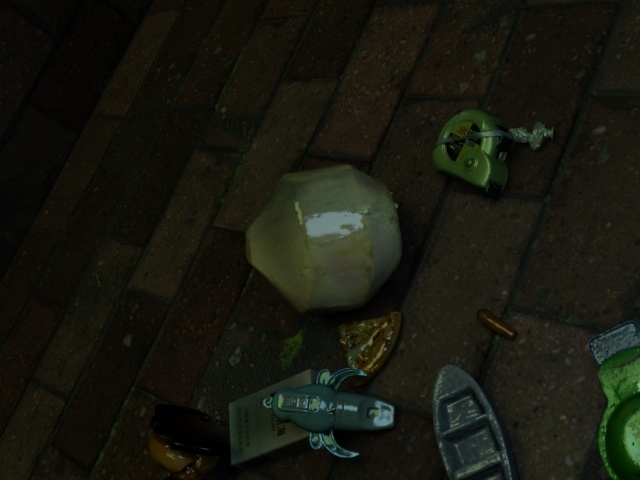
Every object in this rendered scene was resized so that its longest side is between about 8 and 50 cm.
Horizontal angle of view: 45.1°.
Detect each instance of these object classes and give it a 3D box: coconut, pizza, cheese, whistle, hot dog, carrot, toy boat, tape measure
[{"bbox_3d":[0.000,0.000,1.730,0.352,0.352,0.353,-21,52,30],"label":"coconut"},{"bbox_3d":[0.098,0.211,1.703,0.185,0.036,0.176,-51,43,2],"label":"pizza"},{"bbox_3d":[0.537,0.283,1.252,0.203,0.083,0.321,-31,50,24],"label":"cheese"},{"bbox_3d":[0.017,0.347,1.586,0.273,0.093,0.186,6,67,5],"label":"whistle"},{"bbox_3d":[-0.307,0.478,1.780,0.326,0.194,0.107,-162,82,-84],"label":"hot dog"},{"bbox_3d":[0.347,0.166,1.525,0.093,0.032,0.032,36,89,42],"label":"carrot"},{"bbox_3d":[0.280,0.359,1.426,0.127,0.078,0.283,-32,47,22],"label":"toy boat"},{"bbox_3d":[0.338,-0.200,1.709,0.200,0.106,0.175,29,99,49],"label":"tape measure"}]

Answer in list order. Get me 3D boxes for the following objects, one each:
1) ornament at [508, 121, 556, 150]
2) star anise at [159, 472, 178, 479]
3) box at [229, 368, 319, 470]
[{"bbox_3d":[0.462,-0.228,1.668,0.092,0.041,0.069,-21,55,16],"label":"ornament"},{"bbox_3d":[-0.378,0.617,1.796,0.227,0.148,0.218,-55,40,14],"label":"star anise"},{"bbox_3d":[-0.092,0.402,1.722,0.242,0.067,0.155,-26,52,26],"label":"box"}]
